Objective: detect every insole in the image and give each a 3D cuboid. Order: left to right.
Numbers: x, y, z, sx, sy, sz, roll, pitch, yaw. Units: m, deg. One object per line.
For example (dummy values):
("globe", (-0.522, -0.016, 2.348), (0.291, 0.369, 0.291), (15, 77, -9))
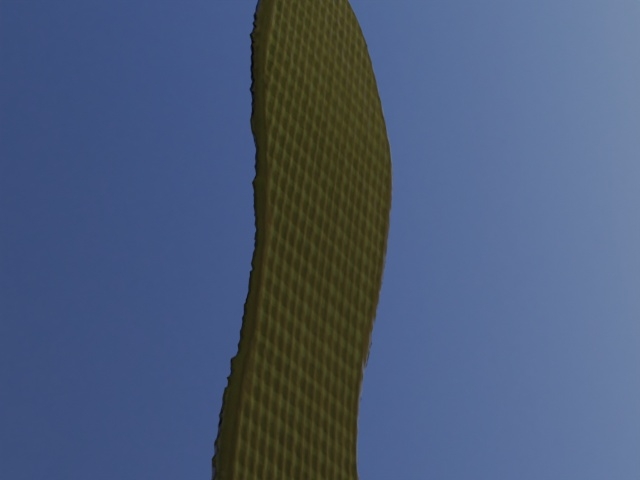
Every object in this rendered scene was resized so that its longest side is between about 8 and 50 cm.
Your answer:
("insole", (0.000, 0.000, 0.408), (0.086, 0.005, 0.253), (48, -147, -37))
